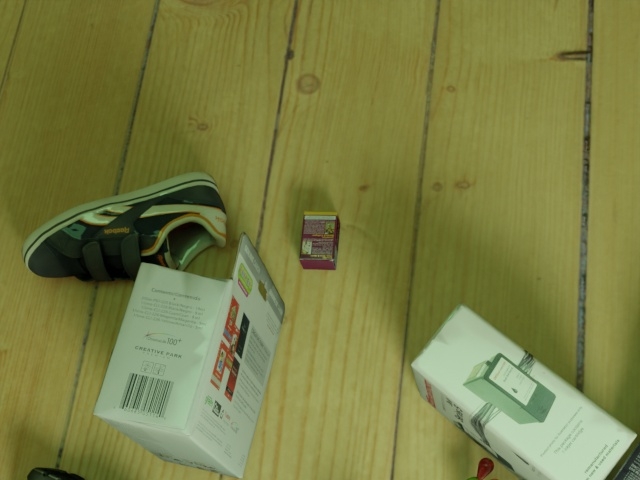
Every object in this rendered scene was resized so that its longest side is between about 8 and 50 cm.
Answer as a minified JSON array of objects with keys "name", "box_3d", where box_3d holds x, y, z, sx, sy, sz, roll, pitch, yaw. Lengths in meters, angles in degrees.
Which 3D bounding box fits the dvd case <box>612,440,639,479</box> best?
[{"name":"dvd case","box_3d":[0.443,0.374,1.316,0.165,0.018,0.221,35,97,20]}]

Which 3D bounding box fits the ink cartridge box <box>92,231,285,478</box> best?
[{"name":"ink cartridge box","box_3d":[-0.161,0.155,1.376,0.130,0.309,0.271,10,69,12]}]

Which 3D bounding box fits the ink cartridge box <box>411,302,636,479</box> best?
[{"name":"ink cartridge box","box_3d":[0.261,0.229,1.343,0.273,0.198,0.115,38,79,21]}]

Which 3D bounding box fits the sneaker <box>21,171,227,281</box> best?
[{"name":"sneaker","box_3d":[-0.298,0.004,1.559,0.321,0.126,0.127,-22,61,-3]}]

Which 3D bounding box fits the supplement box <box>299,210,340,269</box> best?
[{"name":"supplement box","box_3d":[0.000,0.000,1.561,0.055,0.043,0.083,2,67,9]}]

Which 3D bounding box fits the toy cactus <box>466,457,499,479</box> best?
[{"name":"toy cactus","box_3d":[0.241,0.414,1.329,0.180,0.112,0.219,-51,61,14]}]

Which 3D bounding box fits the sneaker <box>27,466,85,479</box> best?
[{"name":"sneaker","box_3d":[-0.307,0.410,1.420,0.267,0.101,0.106,17,82,23]}]
